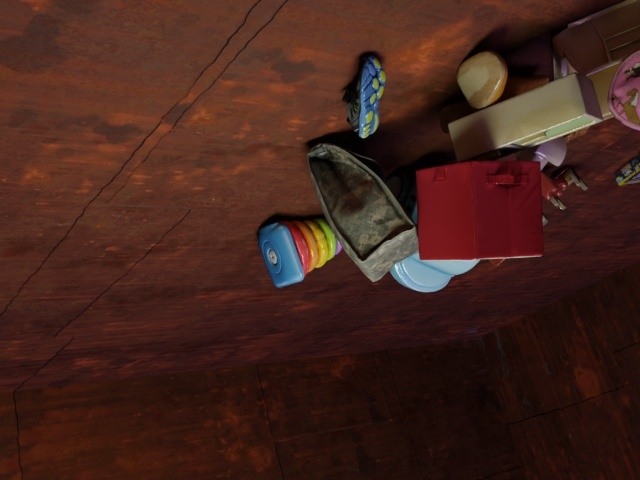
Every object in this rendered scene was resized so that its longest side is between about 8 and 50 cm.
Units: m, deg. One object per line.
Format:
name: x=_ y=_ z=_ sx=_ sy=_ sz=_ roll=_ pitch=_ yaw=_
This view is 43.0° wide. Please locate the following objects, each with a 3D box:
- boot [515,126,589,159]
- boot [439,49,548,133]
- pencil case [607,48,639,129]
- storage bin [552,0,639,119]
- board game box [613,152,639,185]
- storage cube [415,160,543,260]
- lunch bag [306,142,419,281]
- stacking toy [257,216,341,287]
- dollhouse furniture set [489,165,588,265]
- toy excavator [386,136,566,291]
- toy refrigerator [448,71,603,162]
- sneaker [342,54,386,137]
boot: x=0.579 y=-0.253 z=2.023 sx=0.153 sy=0.072 sz=0.197 roll=-15 pitch=163 yaw=-16
boot: x=0.382 y=-0.318 z=1.670 sx=0.211 sy=0.104 sz=0.295 roll=-17 pitch=166 yaw=-16
pencil case: x=0.735 y=-0.280 z=1.586 sx=0.386 sy=0.160 sz=0.167 roll=-2 pitch=122 yaw=-34
storage bin: x=0.620 y=-0.369 z=1.663 sx=0.261 sy=0.123 sz=0.262 roll=-21 pitch=160 yaw=11
board game box: x=1.005 y=-0.227 z=2.469 sx=0.170 sy=0.048 sz=0.141 roll=-9 pitch=161 yaw=-22
storage cube: x=0.322 y=-0.058 z=1.653 sx=0.184 sy=0.193 sz=0.215 roll=-3 pitch=-179 yaw=-30
lunch bag: x=0.086 y=-0.078 z=1.798 sx=0.169 sy=0.287 sz=0.235 roll=-35 pitch=163 yaw=1
stacking toy: x=0.000 y=0.000 z=2.152 sx=0.302 sy=0.165 sz=0.175 roll=-19 pitch=179 yaw=-28
dollhouse furniture set: x=0.562 y=-0.101 z=2.366 sx=0.374 sy=0.152 sz=0.201 roll=-45 pitch=150 yaw=20
toy excavator: x=0.342 y=-0.072 z=1.910 sx=0.222 sy=0.432 sz=0.445 roll=24 pitch=175 yaw=-29
toy refrigerator: x=0.398 y=-0.227 z=1.589 sx=0.270 sy=0.094 sz=0.102 roll=-19 pitch=169 yaw=34
sneaker: x=0.076 y=-0.275 z=1.551 sx=0.067 sy=0.078 sz=0.188 roll=-40 pitch=156 yaw=-26
